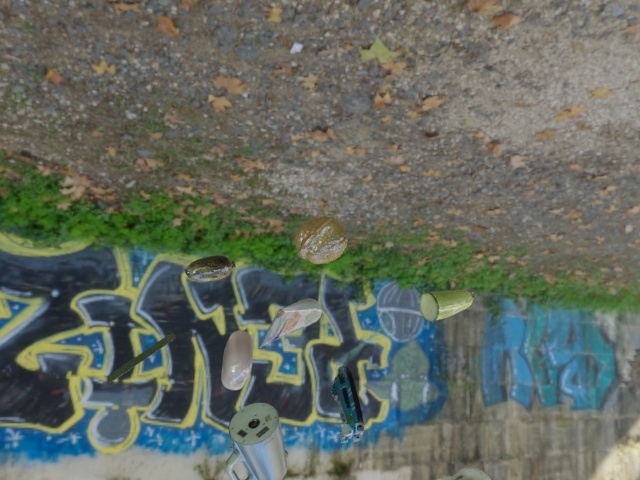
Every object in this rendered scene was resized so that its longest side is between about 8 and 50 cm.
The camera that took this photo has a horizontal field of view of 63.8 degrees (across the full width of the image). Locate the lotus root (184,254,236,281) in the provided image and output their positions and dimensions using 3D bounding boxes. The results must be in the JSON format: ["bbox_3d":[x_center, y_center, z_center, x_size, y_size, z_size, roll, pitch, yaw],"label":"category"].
[{"bbox_3d":[-0.372,0.094,1.751,0.179,0.081,0.089,-8,-140,-37],"label":"lotus root"}]

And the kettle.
[{"bbox_3d":[-0.205,0.678,1.637,0.210,0.243,0.159,-32,-145,-33],"label":"kettle"}]

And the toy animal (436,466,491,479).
[{"bbox_3d":[0.361,0.658,1.185,0.241,0.196,0.368,40,169,45],"label":"toy animal"}]

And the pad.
[{"bbox_3d":[-0.636,0.414,1.831,0.267,0.004,0.181,-35,-171,-21],"label":"pad"}]

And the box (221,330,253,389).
[{"bbox_3d":[-0.278,0.400,1.725,0.088,0.200,0.146,14,127,-17],"label":"box"}]

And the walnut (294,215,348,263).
[{"bbox_3d":[0.000,0.000,1.072,0.105,0.105,0.124,-6,-162,40],"label":"walnut"}]

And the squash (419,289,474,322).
[{"bbox_3d":[0.417,0.190,1.633,0.224,0.095,0.094,-10,177,-33],"label":"squash"}]

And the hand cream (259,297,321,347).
[{"bbox_3d":[-0.074,0.229,1.515,0.077,0.125,0.340,33,-167,15],"label":"hand cream"}]

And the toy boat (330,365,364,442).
[{"bbox_3d":[0.088,0.632,2.020,0.092,0.299,0.134,-3,131,-13],"label":"toy boat"}]
